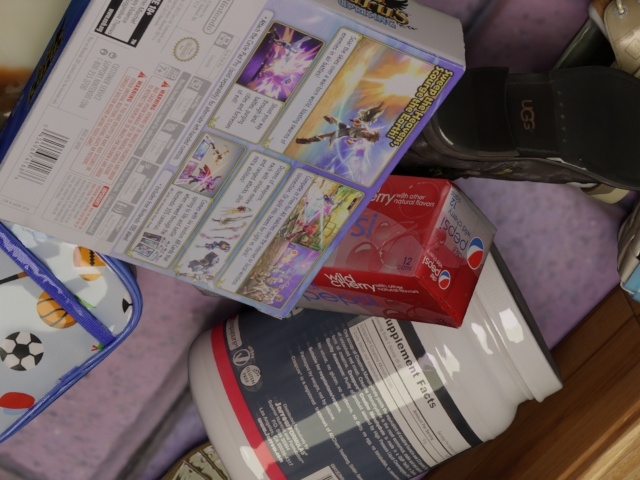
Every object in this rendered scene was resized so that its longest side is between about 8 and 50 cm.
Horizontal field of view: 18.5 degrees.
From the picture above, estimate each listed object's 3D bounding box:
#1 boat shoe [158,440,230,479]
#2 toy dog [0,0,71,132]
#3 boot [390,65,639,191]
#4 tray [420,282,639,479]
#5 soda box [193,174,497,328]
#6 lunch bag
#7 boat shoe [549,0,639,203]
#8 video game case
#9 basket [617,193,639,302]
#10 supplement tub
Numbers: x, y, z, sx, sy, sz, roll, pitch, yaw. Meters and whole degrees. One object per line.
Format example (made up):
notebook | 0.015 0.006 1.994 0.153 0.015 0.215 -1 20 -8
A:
boat shoe | -0.116 0.220 1.768 0.153 0.048 0.056 -40 99 5
toy dog | -0.110 -0.204 1.434 0.395 0.285 0.408 20 130 -43
boot | 0.126 -0.075 1.568 0.263 0.229 0.091 8 77 -26
tray | 0.167 0.227 1.702 0.076 0.203 0.411 38 105 -18
soda box | 0.000 0.000 1.562 0.263 0.092 0.083 5 152 37
lunch bag | -0.304 0.006 1.619 0.243 0.115 0.303 -39 112 9
boat shoe | 0.264 -0.170 1.584 0.103 0.113 0.302 22 113 -16
video game case | -0.072 -0.086 1.355 0.244 0.061 0.269 21 129 -19
basket | 0.404 0.015 1.629 0.289 0.201 0.255 24 109 -4
supplement tub | 0.044 0.109 1.647 0.272 0.191 0.191 -27 113 7
